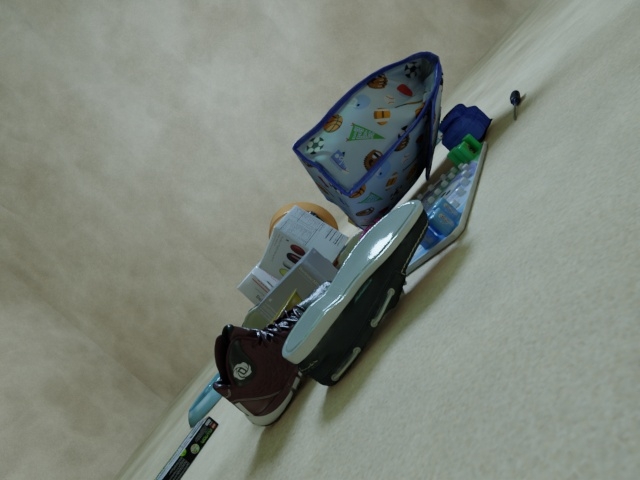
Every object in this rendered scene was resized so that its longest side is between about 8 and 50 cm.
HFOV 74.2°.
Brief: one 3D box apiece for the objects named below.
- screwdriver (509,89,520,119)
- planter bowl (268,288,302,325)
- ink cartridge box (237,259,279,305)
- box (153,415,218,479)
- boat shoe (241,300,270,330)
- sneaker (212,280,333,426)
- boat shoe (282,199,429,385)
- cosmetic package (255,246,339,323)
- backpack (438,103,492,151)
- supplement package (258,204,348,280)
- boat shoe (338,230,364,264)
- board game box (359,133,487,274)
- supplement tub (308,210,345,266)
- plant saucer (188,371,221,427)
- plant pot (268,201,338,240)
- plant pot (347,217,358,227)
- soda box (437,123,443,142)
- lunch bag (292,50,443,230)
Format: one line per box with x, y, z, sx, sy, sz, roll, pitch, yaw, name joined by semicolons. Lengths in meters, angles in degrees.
0.424;-0.291;0.925;0.025;0.024;0.170;94;-162;-44;screwdriver
-0.077;0.213;0.873;0.217;0.090;0.217;-55;0;0;planter bowl
-0.190;0.184;1.638;0.119;0.207;0.353;-46;4;10;ink cartridge box
-0.347;0.546;1.057;0.114;0.036;0.207;-44;5;47;box
-0.188;0.263;1.443;0.340;0.127;0.113;-58;8;46;boat shoe
-0.076;0.157;0.718;0.106;0.162;0.282;1;53;57;sneaker
0.070;0.075;0.629;0.303;0.091;0.114;-49;14;-3;boat shoe
-0.059;0.145;1.176;0.238;0.127;0.107;-48;3;36;cosmetic package
0.333;-0.258;1.001;0.098;0.101;0.120;-53;3;46;backpack
-0.056;0.039;1.343;0.149;0.203;0.194;-53;-8;-47;supplement package
0.101;0.018;1.251;0.137;0.049;0.043;-52;-1;30;boat shoe
0.164;-0.022;0.889;0.390;0.050;0.390;-46;5;41;board game box
0.000;0.000;1.466;0.117;0.190;0.117;-47;3;4;supplement tub
-0.374;0.527;1.538;0.318;0.043;0.317;-47;4;4;plant saucer
-0.073;0.021;1.685;0.291;0.290;0.204;-46;22;29;plant pot
0.150;-0.100;1.656;0.083;0.081;0.081;-58;-1;27;plant pot
0.383;-0.355;1.602;0.210;0.071;0.067;-49;4;-4;soda box
0.169;-0.245;1.087;0.385;0.239;0.328;-47;-19;-2;lunch bag
